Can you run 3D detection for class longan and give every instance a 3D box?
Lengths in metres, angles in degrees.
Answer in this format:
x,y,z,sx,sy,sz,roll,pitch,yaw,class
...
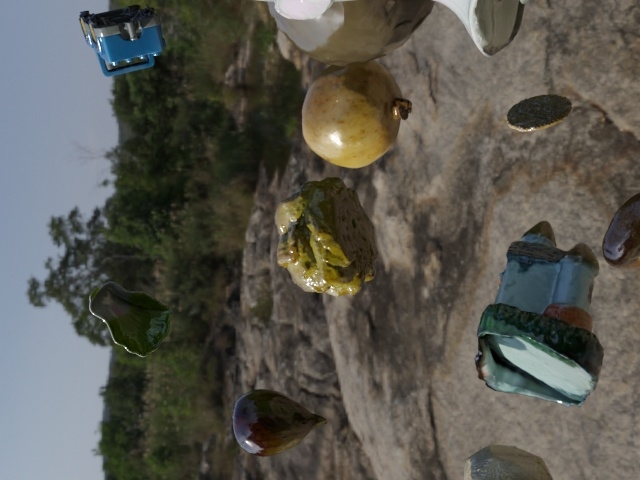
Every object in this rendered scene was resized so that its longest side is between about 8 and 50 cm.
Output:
x,y,z,sx,sy,sz,roll,pitch,yaw,class
0.068,-0.590,1.443,0.436,0.403,0.404,103,163,-60,longan

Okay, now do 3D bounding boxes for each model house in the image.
x,y,z,sx,sy,sz,roll,pitch,yaw,class
0.362,0.091,1.072,0.253,0.184,0.291,60,-137,-56,model house

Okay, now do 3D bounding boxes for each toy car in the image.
x,y,z,sx,sy,sz,roll,pitch,yaw,class
-0.303,-0.307,1.031,0.191,0.097,0.100,40,144,54,toy car

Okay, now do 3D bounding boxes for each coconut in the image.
x,y,z,sx,sy,sz,roll,pitch,yaw,class
0.460,0.603,1.599,0.227,0.230,0.227,4,-90,-82,coconut

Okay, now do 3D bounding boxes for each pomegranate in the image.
x,y,z,sx,sy,sz,roll,pitch,yaw,class
0.080,-0.339,1.771,0.307,0.307,0.308,-178,90,-76,pomegranate

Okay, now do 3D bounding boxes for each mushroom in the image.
x,y,z,sx,sy,sz,roll,pitch,yaw,class
0.873,-0.012,1.770,0.255,0.267,0.267,-103,20,-62,mushroom

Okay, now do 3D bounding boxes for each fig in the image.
x,y,z,sx,sy,sz,roll,pitch,yaw,class
-0.066,0.298,1.103,0.103,0.154,0.109,-98,-1,-55,fig

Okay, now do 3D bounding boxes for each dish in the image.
x,y,z,sx,sy,sz,roll,pitch,yaw,class
-0.305,0.118,1.053,0.039,0.137,0.091,-5,49,59,dish

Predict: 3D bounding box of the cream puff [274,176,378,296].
x,y,z,sx,sy,sz,roll,pitch,yaw,class
0.011,-0.004,1.316,0.244,0.196,0.244,-8,-90,-87,cream puff

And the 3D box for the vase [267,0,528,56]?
x,y,z,sx,sy,sz,roll,pitch,yaw,class
0.018,-0.340,0.680,0.250,0.445,0.250,-48,-27,-35,vase

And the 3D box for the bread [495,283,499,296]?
x,y,z,sx,sy,sz,roll,pitch,yaw,class
0.449,0.109,1.451,0.157,0.094,0.083,98,172,-71,bread

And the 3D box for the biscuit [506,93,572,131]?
x,y,z,sx,sy,sz,roll,pitch,yaw,class
0.737,-0.433,2.264,0.220,0.219,0.033,-110,-4,-55,biscuit
